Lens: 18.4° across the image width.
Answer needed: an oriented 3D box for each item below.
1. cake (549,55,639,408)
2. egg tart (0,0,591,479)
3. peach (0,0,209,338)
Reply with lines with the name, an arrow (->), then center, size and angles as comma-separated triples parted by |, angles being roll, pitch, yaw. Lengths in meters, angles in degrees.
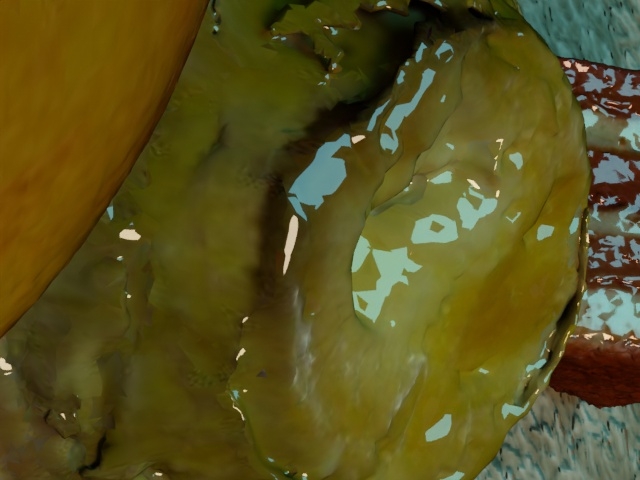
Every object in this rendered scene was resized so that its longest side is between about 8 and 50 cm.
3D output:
cake -> 0.126, -0.012, 0.956 | 0.262, 0.160, 0.158 | 18, 71, -47
egg tart -> 0.001, 0.003, 0.741 | 0.341, 0.129, 0.341 | -25, 126, -41
peach -> -0.176, -0.117, 0.478 | 0.373, 0.290, 0.372 | 8, 58, -13
